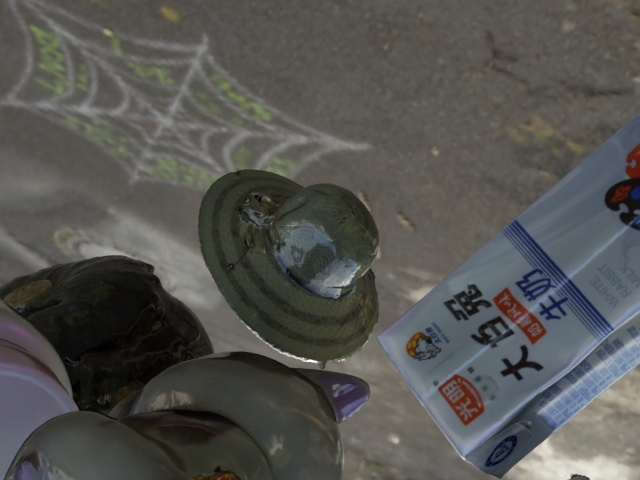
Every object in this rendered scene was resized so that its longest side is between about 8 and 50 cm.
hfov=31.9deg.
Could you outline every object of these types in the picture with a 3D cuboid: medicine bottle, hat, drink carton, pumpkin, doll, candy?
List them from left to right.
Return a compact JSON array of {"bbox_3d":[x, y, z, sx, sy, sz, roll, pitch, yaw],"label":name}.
[{"bbox_3d":[-0.400,0.194,1.240,0.256,0.256,0.325,33,172,-27],"label":"medicine bottle"},{"bbox_3d":[-0.371,0.221,1.660,0.454,0.454,0.344,3,120,40],"label":"pumpkin"},{"bbox_3d":[-0.123,0.212,0.911,0.226,0.215,0.370,29,-155,11],"label":"doll"},{"bbox_3d":[-0.069,0.161,0.679,0.049,0.055,0.185,33,166,6],"label":"candy"},{"bbox_3d":[0.000,0.000,1.194,0.252,0.252,0.110,31,129,-23],"label":"hat"},{"bbox_3d":[0.205,0.034,0.868,0.130,0.315,0.106,54,-172,34],"label":"drink carton"}]

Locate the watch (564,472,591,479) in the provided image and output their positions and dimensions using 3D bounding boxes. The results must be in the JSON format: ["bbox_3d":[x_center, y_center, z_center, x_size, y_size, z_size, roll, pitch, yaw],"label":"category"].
[{"bbox_3d":[0.191,0.309,0.863,0.211,0.248,0.217,-7,176,-7],"label":"watch"}]
